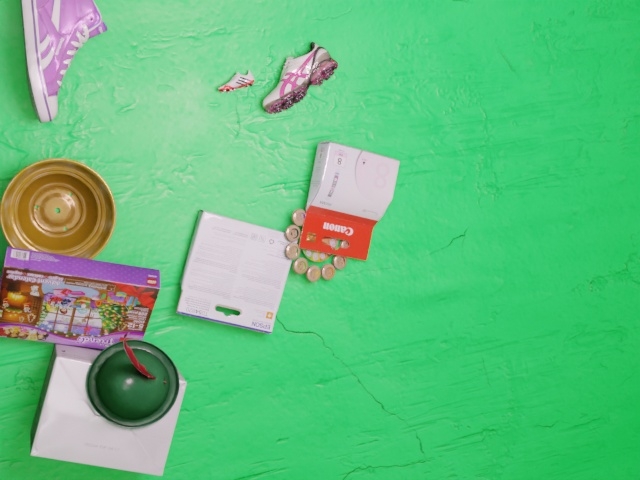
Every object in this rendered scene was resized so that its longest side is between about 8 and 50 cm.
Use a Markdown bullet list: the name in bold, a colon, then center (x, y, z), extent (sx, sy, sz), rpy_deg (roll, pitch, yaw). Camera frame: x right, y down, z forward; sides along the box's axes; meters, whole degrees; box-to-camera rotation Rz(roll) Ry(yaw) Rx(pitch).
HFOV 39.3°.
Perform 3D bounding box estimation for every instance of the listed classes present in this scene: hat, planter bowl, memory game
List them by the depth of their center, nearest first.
- **hat**: center (-0.346, 0.281, 1.662), extent (0.208, 0.183, 0.173), rpy_deg (44, 82, -18)
- **planter bowl**: center (-0.516, -0.056, 1.767), extent (0.217, 0.090, 0.217), rpy_deg (-2, 98, -17)
- **memory game**: center (0.000, 0.000, 1.956), extent (0.186, 0.012, 0.186), rpy_deg (-4, 97, -35)

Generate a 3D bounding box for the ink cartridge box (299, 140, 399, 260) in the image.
- **ink cartridge box**: center (0.064, -0.082, 1.945), extent (0.189, 0.066, 0.232), rpy_deg (11, 85, -32)

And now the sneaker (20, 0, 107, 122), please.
- **sneaker**: center (-0.490, -0.370, 1.733), extent (0.161, 0.102, 0.282), rpy_deg (-4, 98, -20)

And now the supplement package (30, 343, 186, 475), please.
- **supplement package**: center (-0.431, 0.338, 1.816), extent (0.262, 0.145, 0.204), rpy_deg (15, 92, -20)

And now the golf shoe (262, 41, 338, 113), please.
- **golf shoe**: center (-0.056, -0.342, 1.901), extent (0.186, 0.067, 0.086), rpy_deg (-39, 80, -9)

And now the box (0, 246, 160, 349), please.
- **box**: center (-0.481, 0.123, 1.765), extent (0.293, 0.057, 0.201), rpy_deg (10, 131, -19)

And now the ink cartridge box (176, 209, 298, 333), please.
- **ink cartridge box**: center (-0.180, 0.068, 1.913), extent (0.223, 0.045, 0.223), rpy_deg (16, 90, -21)

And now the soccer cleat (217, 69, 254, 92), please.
- **soccer cleat**: center (-0.178, -0.332, 1.876), extent (0.083, 0.029, 0.035), rpy_deg (-19, 94, -18)
